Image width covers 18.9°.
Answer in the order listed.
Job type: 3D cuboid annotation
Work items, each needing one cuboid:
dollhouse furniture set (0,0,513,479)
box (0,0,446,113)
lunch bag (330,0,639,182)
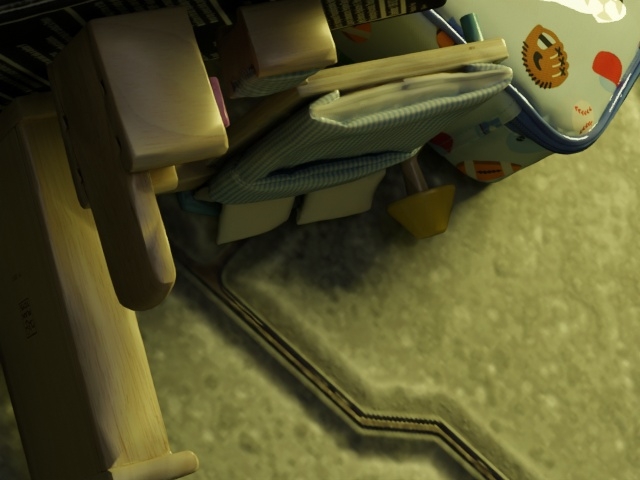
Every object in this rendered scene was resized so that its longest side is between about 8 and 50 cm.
[{"bbox_3d":[0.000,0.000,1.000,0.303,0.286,0.198,-13,83,-27],"label":"dollhouse furniture set"},{"bbox_3d":[-0.098,-0.183,0.936,0.294,0.296,0.183,-15,87,2],"label":"box"},{"bbox_3d":[0.086,-0.206,1.199,0.303,0.115,0.243,46,58,-15],"label":"lunch bag"}]
